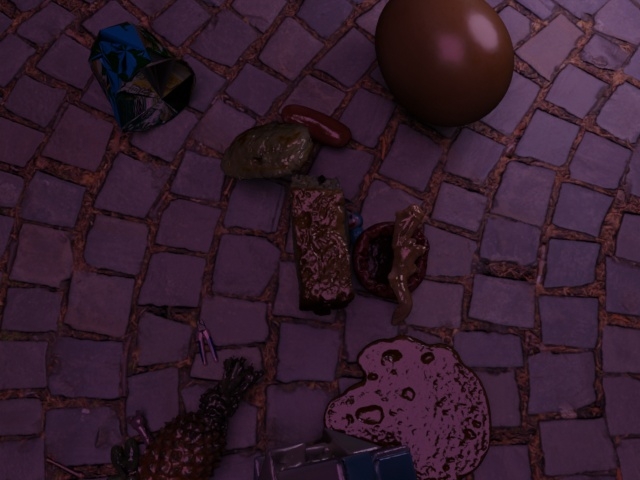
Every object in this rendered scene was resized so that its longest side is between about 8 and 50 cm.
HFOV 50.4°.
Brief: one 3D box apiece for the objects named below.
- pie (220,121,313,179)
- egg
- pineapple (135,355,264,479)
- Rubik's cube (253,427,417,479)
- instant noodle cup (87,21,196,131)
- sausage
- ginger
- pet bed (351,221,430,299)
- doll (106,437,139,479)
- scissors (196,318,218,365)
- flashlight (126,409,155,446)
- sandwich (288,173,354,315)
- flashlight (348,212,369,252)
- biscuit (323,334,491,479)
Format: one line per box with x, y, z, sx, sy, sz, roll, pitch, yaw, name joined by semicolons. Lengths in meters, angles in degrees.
-0.130;-0.228;1.656;0.248;0.090;0.201;1;42;32;pie
0.290;-0.447;1.619;0.301;0.301;0.374;-26;74;-2;egg
-0.260;0.426;1.542;0.175;0.175;0.361;39;80;11;pineapple
0.033;0.577;1.386;0.358;0.368;0.387;-2;70;-27;Rubik's cube
-0.458;-0.418;1.713;0.240;0.240;0.178;-39;70;-5;instant noodle cup
-0.011;-0.292;1.721;0.194;0.077;0.077;24;81;10;sausage
0.200;0.055;1.578;0.089;0.075;0.288;8;79;-17;ginger
0.169;0.046;1.631;0.201;0.053;0.201;1;85;-10;pet bed
-0.445;0.541;1.577;0.115;0.077;0.150;-22;66;-12;doll
-0.281;0.246;1.655;0.039;0.012;0.113;-18;77;-1;scissors
-0.415;0.456;1.611;0.052;0.031;0.110;-38;81;20;flashlight
0.000;0.000;1.563;0.131;0.262;0.325;-6;78;-3;sandwich
0.096;-0.007;1.669;0.051;0.051;0.129;-22;83;-1;flashlight
0.198;0.398;1.561;0.381;0.074;0.359;-1;76;6;biscuit
